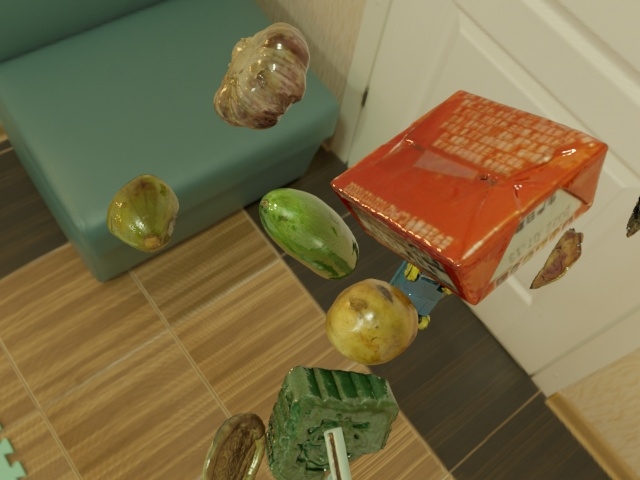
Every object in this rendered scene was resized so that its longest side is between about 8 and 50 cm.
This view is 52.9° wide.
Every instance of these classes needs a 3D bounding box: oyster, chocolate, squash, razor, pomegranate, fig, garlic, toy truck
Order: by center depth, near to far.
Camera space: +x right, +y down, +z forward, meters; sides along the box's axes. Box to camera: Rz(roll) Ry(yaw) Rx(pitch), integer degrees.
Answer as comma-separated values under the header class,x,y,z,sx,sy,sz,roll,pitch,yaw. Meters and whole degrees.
class,x,y,z,sx,sy,sz,roll,pitch,yaw
oyster,0.342,-0.038,0.672,0.019,0.083,0.054,25,44,33
chocolate,0.175,-0.059,0.780,0.235,0.108,0.237,-37,43,-16
razor,-0.008,0.331,0.835,0.036,0.211,0.084,9,44,-20
squash,0.000,0.000,1.120,0.107,0.395,0.107,-5,73,16
fig,-0.352,-0.042,1.285,0.154,0.144,0.165,-33,37,13
garlic,-0.109,-0.331,1.342,0.160,0.245,0.244,34,55,-36
pomegranate,0.138,0.229,1.794,0.261,0.260,0.260,3,63,-6
toy truck,0.301,0.139,2.003,0.161,0.385,0.162,21,42,-6

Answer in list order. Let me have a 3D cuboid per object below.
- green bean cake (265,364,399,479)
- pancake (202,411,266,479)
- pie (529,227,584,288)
class,x,y,z,sx,sy,sz,roll,pitch,yaw
green bean cake,0.028,0.501,1.717,0.308,0.300,0.169,9,26,-17
pancake,-0.199,0.518,1.491,0.031,0.250,0.250,8,59,25
pie,0.517,0.036,1.380,0.034,0.092,0.170,40,72,-15
